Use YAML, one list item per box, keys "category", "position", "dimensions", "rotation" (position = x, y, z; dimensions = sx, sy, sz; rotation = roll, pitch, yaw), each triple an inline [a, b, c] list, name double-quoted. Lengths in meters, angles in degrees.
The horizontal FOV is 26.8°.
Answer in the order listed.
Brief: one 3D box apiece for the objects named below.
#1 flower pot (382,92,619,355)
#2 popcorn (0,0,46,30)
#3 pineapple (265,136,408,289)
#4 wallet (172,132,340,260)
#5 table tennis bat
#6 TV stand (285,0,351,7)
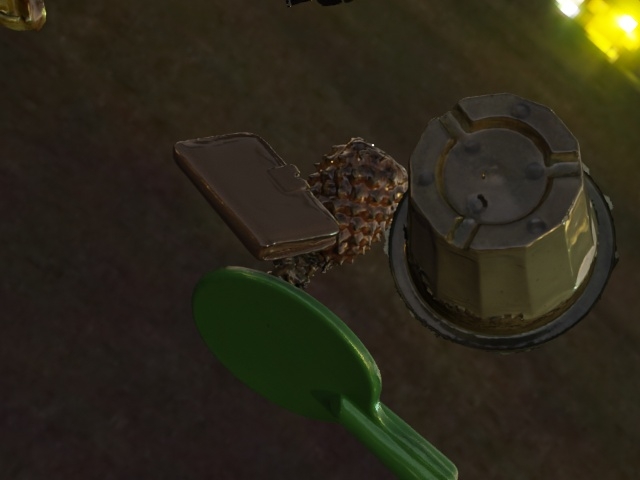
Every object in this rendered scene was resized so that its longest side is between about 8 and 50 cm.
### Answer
- category: "flower pot"
  position: [0.198, -0.034, 1.540]
  dimensions: [0.290, 0.290, 0.259]
  rotation: [47, -5, 21]
- category: "popcorn"
  position: [-0.461, -0.445, 1.731]
  dimensions: [0.290, 0.321, 0.326]
  rotation: [22, 36, 36]
- category: "pineapple"
  position: [0.000, 0.000, 2.225]
  dimensions: [0.175, 0.361, 0.175]
  rotation: [36, 4, -3]
- category: "wallet"
  position: [-0.060, -0.043, 1.260]
  dimensions: [0.118, 0.038, 0.152]
  rotation: [-11, 48, -42]
- category: "table tennis bat"
  position: [0.006, 0.111, 1.035]
  dimensions: [0.257, 0.160, 0.039]
  rotation: [42, 57, -7]
- category: "TV stand"
  position: [0.034, -0.296, 1.569]
  dimensions: [0.249, 0.042, 0.036]
  rotation: [13, -58, 58]
